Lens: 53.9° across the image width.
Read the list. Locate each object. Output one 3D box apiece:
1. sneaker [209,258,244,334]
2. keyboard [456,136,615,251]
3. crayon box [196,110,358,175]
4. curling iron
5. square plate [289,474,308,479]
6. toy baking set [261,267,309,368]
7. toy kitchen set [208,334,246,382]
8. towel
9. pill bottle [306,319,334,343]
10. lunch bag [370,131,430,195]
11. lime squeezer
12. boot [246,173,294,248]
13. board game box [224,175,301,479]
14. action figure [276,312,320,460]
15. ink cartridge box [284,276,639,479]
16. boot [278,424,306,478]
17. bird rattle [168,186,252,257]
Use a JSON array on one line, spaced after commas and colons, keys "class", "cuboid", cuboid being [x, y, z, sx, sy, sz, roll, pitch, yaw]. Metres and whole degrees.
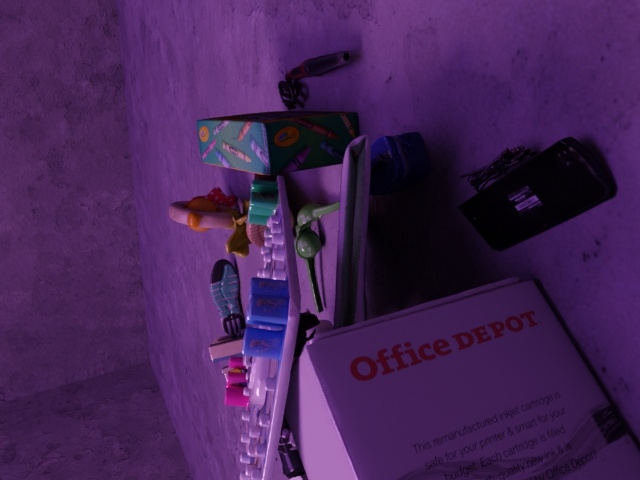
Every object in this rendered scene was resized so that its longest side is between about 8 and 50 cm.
[{"class": "sneaker", "cuboid": [-0.273, 0.151, 1.765, 0.098, 0.083, 0.223, -144, 46, -63]}, {"class": "keyboard", "cuboid": [0.220, -0.058, 0.668, 0.100, 0.038, 0.192, 52, 152, 1]}, {"class": "crayon box", "cuboid": [-0.080, -0.171, 1.058, 0.278, 0.166, 0.081, 19, 118, 57]}, {"class": "curling iron", "cuboid": [-0.010, -0.272, 1.044, 0.274, 0.035, 0.068, -1, 105, 66]}, {"class": "square plate", "cuboid": [0.025, 0.724, 1.425, 0.344, 0.049, 0.347, 28, 127, 59]}, {"class": "toy baking set", "cuboid": [-0.071, 0.187, 1.409, 0.256, 0.030, 0.196, 50, 139, 35]}, {"class": "toy kitchen set", "cuboid": [-0.224, 0.348, 1.754, 0.207, 0.122, 0.166, 163, 94, -86]}, {"class": "towel", "cuboid": [0.047, 0.029, 0.846, 0.325, 0.038, 0.247, 75, -164, -74]}, {"class": "pill bottle", "cuboid": [0.026, 0.240, 1.122, 0.193, 0.108, 0.108, 59, 150, 34]}, {"class": "lunch bag", "cuboid": [0.098, -0.103, 0.854, 0.098, 0.065, 0.067, -43, 62, 63]}, {"class": "lime squeezer", "cuboid": [0.000, 0.000, 1.153, 0.110, 0.059, 0.310, 32, 136, 17]}, {"class": "boot", "cuboid": [-0.110, -0.083, 1.221, 0.248, 0.090, 0.206, 82, 173, -63]}, {"class": "board game box", "cuboid": [-0.090, 0.153, 0.830, 0.390, 0.051, 0.389, -104, 21, -65]}, {"class": "action figure", "cuboid": [-0.056, 0.251, 1.068, 0.185, 0.099, 0.285, 54, 136, 29]}, {"class": "ink cartridge box", "cuboid": [0.164, 0.264, 0.619, 0.166, 0.286, 0.394, 114, 138, -54]}, {"class": "boot", "cuboid": [-0.072, 0.408, 1.388, 0.246, 0.094, 0.207, 80, 168, -62]}, {"class": "bird rattle", "cuboid": [-0.261, -0.071, 1.507, 0.254, 0.207, 0.143, 34, 114, 45]}]
